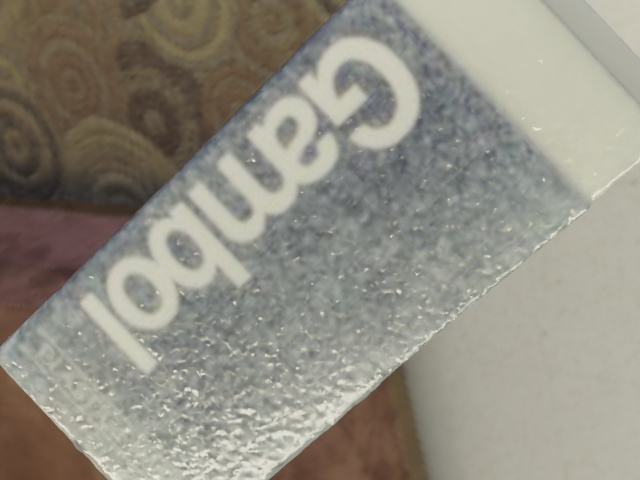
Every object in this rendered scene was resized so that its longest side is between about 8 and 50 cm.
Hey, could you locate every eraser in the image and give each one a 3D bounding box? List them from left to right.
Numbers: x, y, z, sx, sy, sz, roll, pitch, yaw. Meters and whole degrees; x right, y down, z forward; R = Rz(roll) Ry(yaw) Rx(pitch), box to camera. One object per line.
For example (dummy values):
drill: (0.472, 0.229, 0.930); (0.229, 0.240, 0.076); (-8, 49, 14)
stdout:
eraser: (0.000, 0.000, 0.481); (0.092, 0.046, 0.212); (47, 116, -2)
